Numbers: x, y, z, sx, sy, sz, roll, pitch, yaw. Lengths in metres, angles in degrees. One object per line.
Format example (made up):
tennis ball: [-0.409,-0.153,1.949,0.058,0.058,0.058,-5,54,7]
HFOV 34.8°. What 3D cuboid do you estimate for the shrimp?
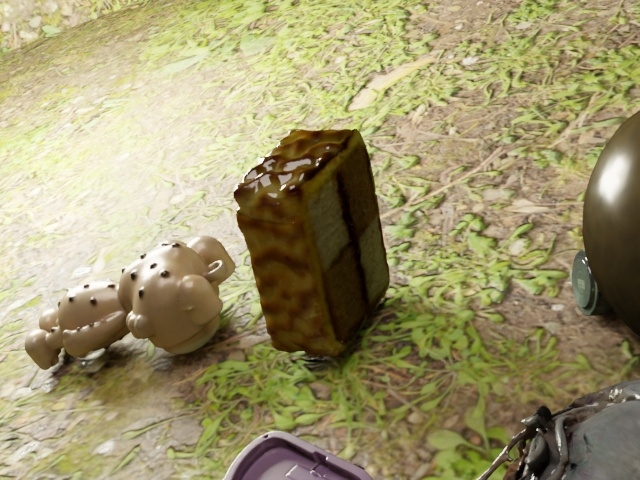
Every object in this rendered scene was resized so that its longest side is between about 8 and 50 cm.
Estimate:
shrimp: [0.166,0.207,0.751,0.145,0.117,0.343,12,37,45]

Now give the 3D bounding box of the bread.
bread: [0.000,0.000,1.091,0.096,0.222,0.181,3,29,30]

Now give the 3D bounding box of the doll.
doll: [-0.227,0.079,1.229,0.278,0.119,0.154,-16,28,29]

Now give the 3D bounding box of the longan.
longan: [0.349,-0.010,0.873,0.258,0.258,0.258,-16,30,10]

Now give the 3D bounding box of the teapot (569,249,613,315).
teapot: [0.281,0.039,1.014,0.057,0.066,0.088,-3,6,-7]

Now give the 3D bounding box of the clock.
clock: [-0.024,0.235,0.890,0.110,0.050,0.152,-40,34,-29]
